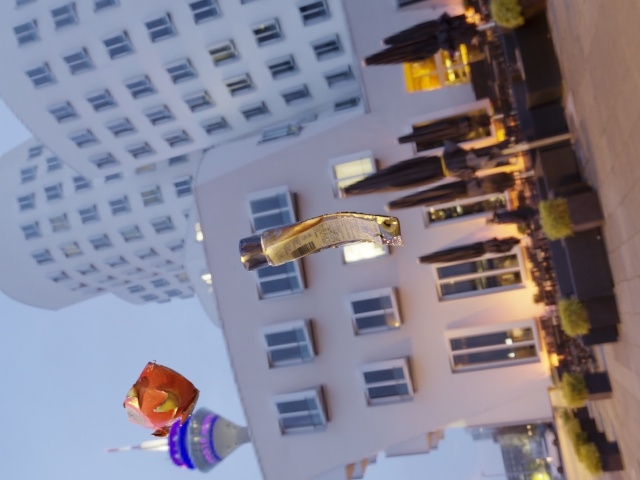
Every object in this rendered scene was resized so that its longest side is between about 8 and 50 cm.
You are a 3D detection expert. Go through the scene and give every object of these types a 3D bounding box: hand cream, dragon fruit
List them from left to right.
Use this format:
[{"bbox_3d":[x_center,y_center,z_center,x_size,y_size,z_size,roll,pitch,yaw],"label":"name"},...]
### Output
[{"bbox_3d":[-0.157,0.164,0.635,0.083,0.060,0.056,106,-173,-54],"label":"dragon fruit"},{"bbox_3d":[0.000,0.000,0.634,0.062,0.163,0.039,69,-167,-57],"label":"hand cream"}]
